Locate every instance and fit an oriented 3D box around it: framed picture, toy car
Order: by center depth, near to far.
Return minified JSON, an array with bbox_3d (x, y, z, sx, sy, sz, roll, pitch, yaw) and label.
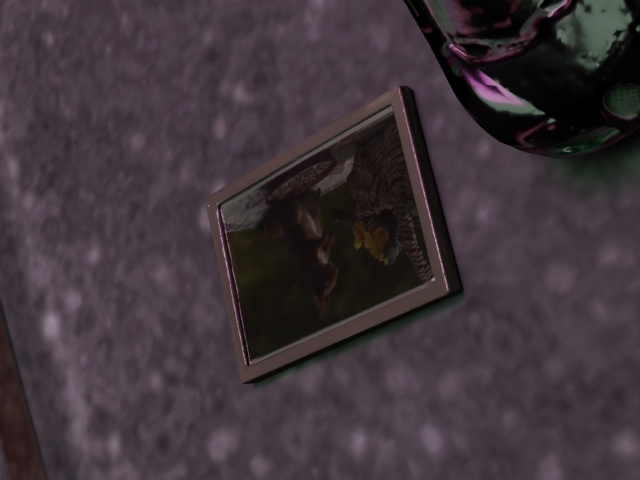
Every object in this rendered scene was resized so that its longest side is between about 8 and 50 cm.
[{"bbox_3d":[0.041,-0.086,0.337,0.069,0.055,0.142,-49,54,32],"label":"toy car"},{"bbox_3d":[0.000,0.000,0.398,0.089,0.007,0.066,-26,68,39],"label":"framed picture"}]
